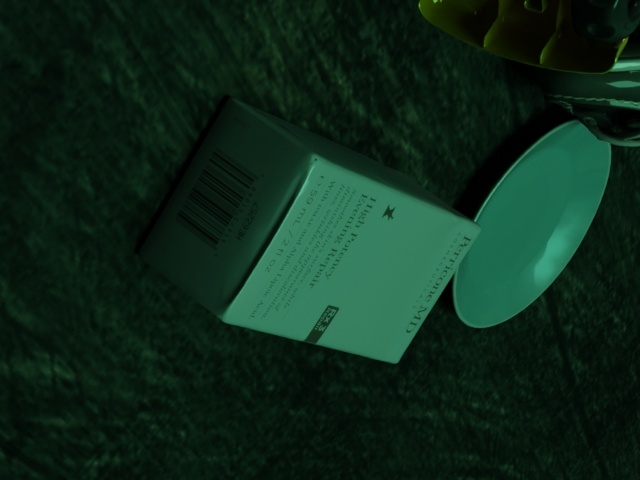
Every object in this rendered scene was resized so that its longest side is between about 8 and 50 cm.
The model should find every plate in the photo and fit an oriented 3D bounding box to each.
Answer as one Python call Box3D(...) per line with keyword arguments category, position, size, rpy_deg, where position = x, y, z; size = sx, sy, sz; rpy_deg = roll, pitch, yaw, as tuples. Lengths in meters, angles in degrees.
Box3D(category="plate", position=(0.159, -0.016, 1.394), size=(0.188, 0.024, 0.188), rpy_deg=(-36, 145, -30))

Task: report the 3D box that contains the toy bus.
Box3D(category="toy bus", position=(0.152, -0.244, 1.058), size=(0.211, 0.149, 0.220), rpy_deg=(-51, 150, -32))

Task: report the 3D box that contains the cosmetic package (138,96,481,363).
Box3D(category="cosmetic package", position=(0.000, 0.000, 1.131), size=(0.231, 0.085, 0.117), rpy_deg=(17, 106, -57))

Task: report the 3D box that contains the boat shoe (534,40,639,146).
Box3D(category="boat shoe", position=(0.268, -0.104, 1.358), size=(0.335, 0.112, 0.095), rpy_deg=(-10, 108, -53))
